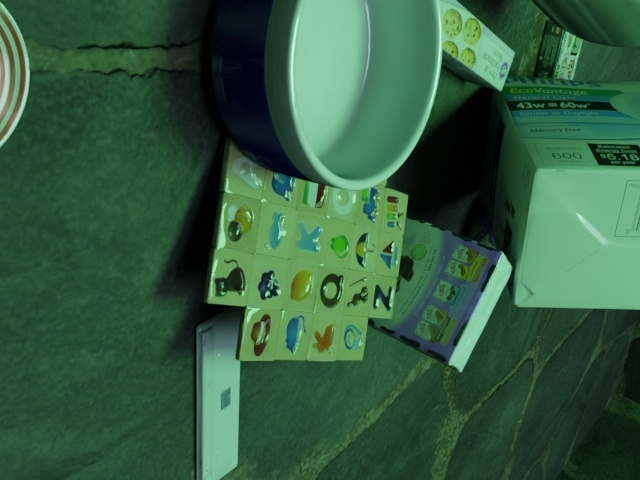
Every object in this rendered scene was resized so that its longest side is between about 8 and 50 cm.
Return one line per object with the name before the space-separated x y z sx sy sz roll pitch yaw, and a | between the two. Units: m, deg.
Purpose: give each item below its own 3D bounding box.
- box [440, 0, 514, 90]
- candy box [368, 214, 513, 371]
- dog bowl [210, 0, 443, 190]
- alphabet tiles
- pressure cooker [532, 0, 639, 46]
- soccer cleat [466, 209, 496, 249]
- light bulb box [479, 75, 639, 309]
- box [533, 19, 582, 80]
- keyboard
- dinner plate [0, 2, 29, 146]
box | 0.174 -0.276 1.034 0.324 0.063 0.067 10 103 -58
candy box | 0.140 0.063 1.073 0.165 0.196 0.070 -62 148 -6
dog bowl | 0.016 -0.189 0.786 0.265 0.104 0.265 -24 122 -47
alphabet tiles | 0.000 0.000 0.910 0.342 0.011 0.285 11 85 -51
pressure cooker | 0.367 -0.452 0.918 0.420 0.375 0.370 2 110 -57
soccer cleat | 0.350 -0.006 1.473 0.121 0.093 0.289 -41 158 17
light bulb box | 0.448 -0.084 1.166 0.361 0.357 0.225 -86 177 -58
box | 0.434 -0.303 1.429 0.114 0.036 0.207 -22 127 -49
keyboard | -0.125 0.198 0.944 0.072 0.014 0.256 -32 135 -50
dinner plate | -0.266 -0.112 0.529 0.141 0.017 0.141 -35 137 -40
